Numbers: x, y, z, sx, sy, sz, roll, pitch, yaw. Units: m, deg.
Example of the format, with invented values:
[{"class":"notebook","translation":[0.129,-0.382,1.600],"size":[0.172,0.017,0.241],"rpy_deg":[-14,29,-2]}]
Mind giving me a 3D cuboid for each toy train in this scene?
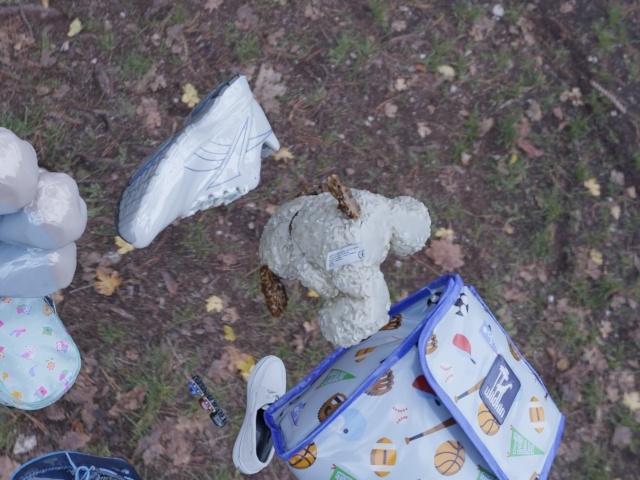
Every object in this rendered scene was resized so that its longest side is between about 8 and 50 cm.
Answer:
[{"class":"toy train","translation":[-0.257,0.365,1.408],"size":[0.036,0.027,0.158],"rpy_deg":[-37,116,-20]}]

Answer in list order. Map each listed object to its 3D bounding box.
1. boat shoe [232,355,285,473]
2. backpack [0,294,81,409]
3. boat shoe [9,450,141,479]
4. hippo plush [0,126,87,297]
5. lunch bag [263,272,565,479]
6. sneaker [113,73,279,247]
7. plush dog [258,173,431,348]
[{"class":"boat shoe","translation":[-0.107,0.357,1.306],"size":[0.095,0.084,0.258],"rpy_deg":[29,50,-27]},{"class":"backpack","translation":[-0.397,0.133,0.800],"size":[0.152,0.115,0.182],"rpy_deg":[-37,105,-34]},{"class":"boat shoe","translation":[-0.431,0.440,1.140],"size":[0.258,0.089,0.109],"rpy_deg":[14,96,-50]},{"class":"hippo plush","translation":[-0.397,-0.053,0.684],"size":[0.234,0.294,0.237],"rpy_deg":[10,38,-39]},{"class":"lunch bag","translation":[0.162,0.286,0.971],"size":[0.385,0.239,0.328],"rpy_deg":[-39,101,-8]},{"class":"sneaker","translation":[-0.139,-0.091,0.781],"size":[0.129,0.111,0.297],"rpy_deg":[49,49,-20]},{"class":"plush dog","translation":[0.000,0.000,0.908],"size":[0.211,0.225,0.262],"rpy_deg":[49,56,-32]}]
